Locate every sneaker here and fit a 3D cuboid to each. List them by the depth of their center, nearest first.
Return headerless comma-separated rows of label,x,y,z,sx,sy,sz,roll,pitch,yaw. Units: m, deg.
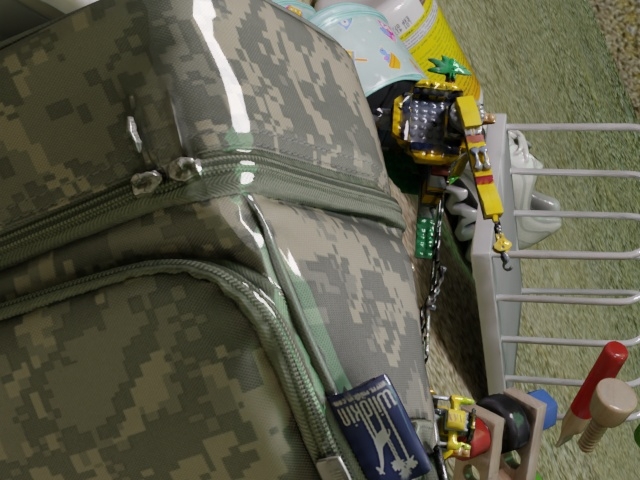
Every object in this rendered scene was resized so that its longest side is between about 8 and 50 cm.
sneaker,0.167,-0.100,2.048,0.292,0.118,0.110,57,26,-34

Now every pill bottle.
pill bottle,0.086,-0.166,1.876,0.215,0.117,0.117,58,23,-35

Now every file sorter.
file sorter,0.256,0.037,1.932,0.277,0.173,0.193,79,17,-47

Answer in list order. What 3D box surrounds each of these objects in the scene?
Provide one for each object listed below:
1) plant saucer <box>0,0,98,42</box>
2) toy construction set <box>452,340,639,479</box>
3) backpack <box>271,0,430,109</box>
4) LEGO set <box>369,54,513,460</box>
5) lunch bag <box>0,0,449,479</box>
plant saucer,-0.233,-0.210,0.934,0.400,0.100,0.400,43,14,-13
toy construction set,0.203,0.267,1.721,0.309,0.257,0.237,-56,171,-48
backpack,-0.015,-0.101,1.424,0.144,0.188,0.166,63,18,13
LEGO set,0.000,0.000,1.200,0.192,0.255,0.331,110,-5,-69
lunch bag,-0.101,0.053,0.866,0.212,0.305,0.256,13,59,-68
